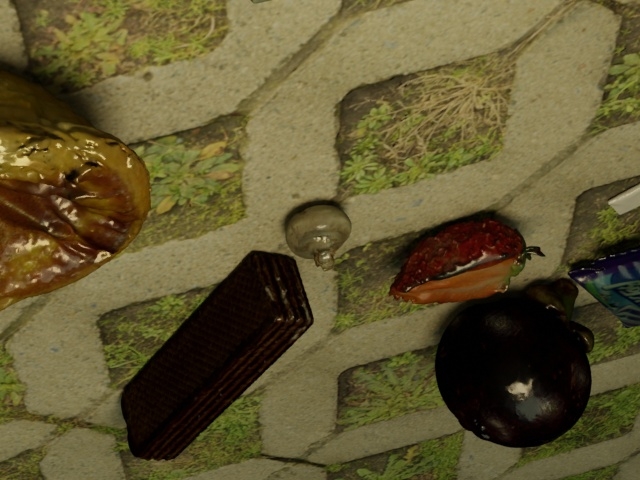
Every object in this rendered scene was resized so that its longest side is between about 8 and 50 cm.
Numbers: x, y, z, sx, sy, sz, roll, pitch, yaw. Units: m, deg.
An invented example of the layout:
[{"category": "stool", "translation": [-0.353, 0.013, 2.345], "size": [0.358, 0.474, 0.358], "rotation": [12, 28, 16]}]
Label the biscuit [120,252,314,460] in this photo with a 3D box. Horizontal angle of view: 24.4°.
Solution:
[{"category": "biscuit", "translation": [-0.147, 0.163, 1.984], "size": [0.073, 0.107, 0.388], "rotation": [8, 140, -38]}]

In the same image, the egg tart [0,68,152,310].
[{"category": "egg tart", "translation": [-0.348, -0.053, 1.526], "size": [0.351, 0.153, 0.339], "rotation": [3, 144, -27]}]

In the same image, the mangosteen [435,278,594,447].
[{"category": "mangosteen", "translation": [0.290, 0.165, 2.106], "size": [0.265, 0.228, 0.228], "rotation": [-51, 151, -16]}]

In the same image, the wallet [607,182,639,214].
[{"category": "wallet", "translation": [0.428, -0.062, 1.981], "size": [0.083, 0.011, 0.044], "rotation": [-29, 146, 19]}]

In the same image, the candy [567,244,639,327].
[{"category": "candy", "translation": [0.471, 0.070, 2.154], "size": [0.145, 0.070, 0.275], "rotation": [-21, 150, 23]}]

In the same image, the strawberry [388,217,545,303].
[{"category": "strawberry", "translation": [0.188, 0.025, 1.941], "size": [0.192, 0.085, 0.140], "rotation": [-25, 155, 24]}]

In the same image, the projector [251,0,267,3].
[{"category": "projector", "translation": [0.063, -0.320, 1.283], "size": [0.259, 0.079, 0.257], "rotation": [-39, 175, 31]}]

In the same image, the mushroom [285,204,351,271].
[{"category": "mushroom", "translation": [0.000, 0.000, 1.825], "size": [0.085, 0.079, 0.085], "rotation": [-8, 147, -6]}]
